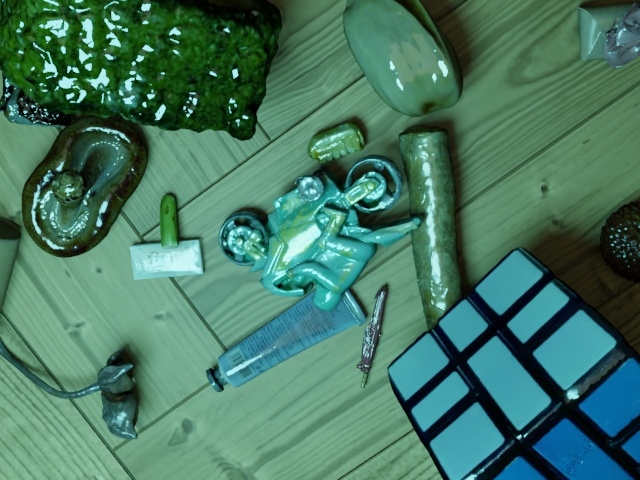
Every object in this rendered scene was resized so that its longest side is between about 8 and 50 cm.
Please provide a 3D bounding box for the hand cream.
[{"bbox_3d":[-0.058,0.153,1.243,0.256,0.055,0.088,-32,88,3],"label":"hand cream"}]

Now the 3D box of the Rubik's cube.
[{"bbox_3d":[0.303,0.230,1.093,0.283,0.293,0.288,-46,115,5],"label":"Rubik's cube"}]

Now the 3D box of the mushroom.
[{"bbox_3d":[-0.349,-0.066,1.133,0.148,0.217,0.226,26,99,-9],"label":"mushroom"}]

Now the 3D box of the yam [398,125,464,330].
[{"bbox_3d":[0.177,0.007,1.206,0.081,0.081,0.356,-10,99,3],"label":"yam"}]

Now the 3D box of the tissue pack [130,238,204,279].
[{"bbox_3d":[-0.235,0.028,1.244,0.108,0.023,0.056,-6,96,2],"label":"tissue pack"}]

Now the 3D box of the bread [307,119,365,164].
[{"bbox_3d":[0.023,-0.145,1.208,0.088,0.033,0.049,-23,111,9],"label":"bread"}]

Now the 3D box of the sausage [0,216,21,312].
[{"bbox_3d":[-0.538,0.087,1.212,0.123,0.123,0.252,19,99,-1],"label":"sausage"}]

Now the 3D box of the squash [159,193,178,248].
[{"bbox_3d":[-0.229,-0.030,1.224,0.028,0.027,0.083,-7,76,3],"label":"squash"}]

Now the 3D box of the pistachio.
[{"bbox_3d":[0.119,-0.268,1.141,0.130,0.131,0.206,-37,97,-37],"label":"pistachio"}]

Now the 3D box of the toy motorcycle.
[{"bbox_3d":[0.002,-0.001,1.187,0.297,0.109,0.198,-28,90,16],"label":"toy motorcycle"}]

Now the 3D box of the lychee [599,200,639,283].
[{"bbox_3d":[0.475,0.005,1.174,0.123,0.129,0.123,-9,105,-35],"label":"lychee"}]

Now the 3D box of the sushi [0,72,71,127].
[{"bbox_3d":[-0.408,-0.207,1.178,0.094,0.098,0.084,9,101,-5],"label":"sushi"}]

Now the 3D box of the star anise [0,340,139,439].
[{"bbox_3d":[-0.389,0.206,1.221,0.228,0.148,0.218,-8,55,-8],"label":"star anise"}]

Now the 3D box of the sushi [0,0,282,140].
[{"bbox_3d":[-0.244,-0.276,1.060,0.352,0.294,0.178,8,118,-25],"label":"sushi"}]

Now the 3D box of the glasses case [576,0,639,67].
[{"bbox_3d":[0.470,-0.292,1.157,0.194,0.070,0.102,-5,99,2],"label":"glasses case"}]

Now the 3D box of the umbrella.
[{"bbox_3d":[0.079,0.149,1.251,0.027,0.025,0.165,8,99,-25],"label":"umbrella"}]
